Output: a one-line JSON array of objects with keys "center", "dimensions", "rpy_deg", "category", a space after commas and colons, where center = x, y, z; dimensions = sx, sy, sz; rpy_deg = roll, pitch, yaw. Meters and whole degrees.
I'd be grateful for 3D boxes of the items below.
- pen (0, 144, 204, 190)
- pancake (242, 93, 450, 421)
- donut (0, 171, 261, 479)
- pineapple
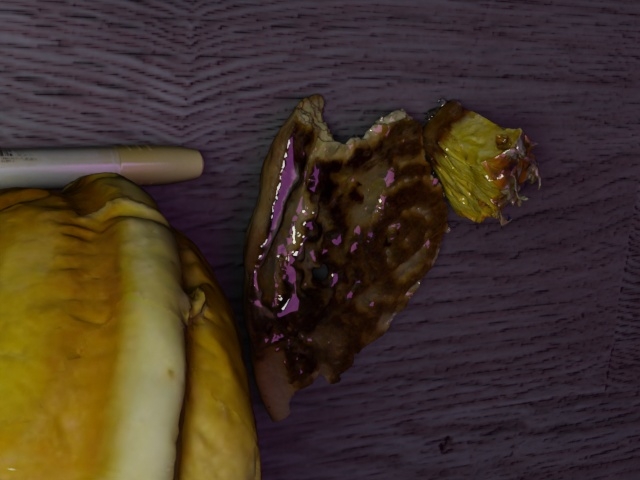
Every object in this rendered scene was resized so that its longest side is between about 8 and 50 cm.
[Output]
[{"center": [-0.195, -0.054, 0.921], "dimensions": [0.233, 0.040, 0.032], "rpy_deg": [-3, 105, -27], "category": "pen"}, {"center": [0.000, 0.000, 1.048], "dimensions": [0.257, 0.056, 0.212], "rpy_deg": [-50, 130, -16], "category": "pancake"}, {"center": [-0.180, 0.167, 0.754], "dimensions": [0.198, 0.449, 0.449], "rpy_deg": [16, 96, -22], "category": "donut"}, {"center": [0.137, -0.075, 1.092], "dimensions": [0.116, 0.137, 0.069], "rpy_deg": [43, 74, 5], "category": "pineapple"}]
